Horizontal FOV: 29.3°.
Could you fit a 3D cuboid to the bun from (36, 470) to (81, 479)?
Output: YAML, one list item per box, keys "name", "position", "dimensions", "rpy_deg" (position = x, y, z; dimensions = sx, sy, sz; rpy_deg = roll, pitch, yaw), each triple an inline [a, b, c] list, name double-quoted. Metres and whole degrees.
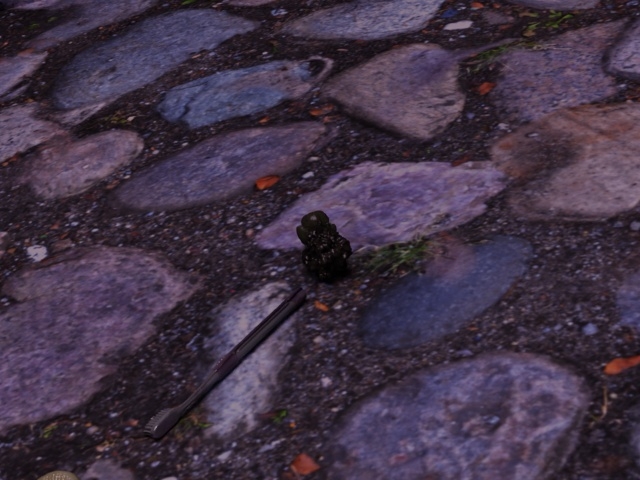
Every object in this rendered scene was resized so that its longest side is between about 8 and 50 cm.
- name: "bun"
  position: [-0.344, 0.347, 1.612]
  dimensions: [0.086, 0.055, 0.086]
  rpy_deg: [-15, 43, 14]

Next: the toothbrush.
- name: "toothbrush"
  position: [-0.137, 0.177, 1.819]
  dimensions: [0.029, 0.024, 0.354]
  rpy_deg: [7, 38, 42]

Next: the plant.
- name: "plant"
  position: [0.000, 0.000, 1.993]
  dimensions: [0.085, 0.087, 0.174]
  rpy_deg: [-38, 28, 8]
